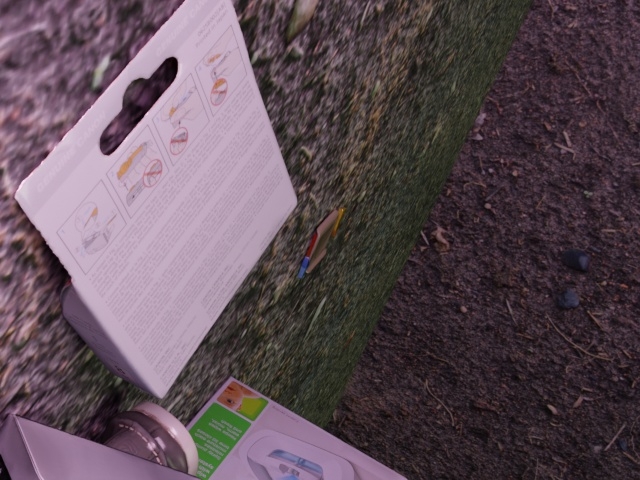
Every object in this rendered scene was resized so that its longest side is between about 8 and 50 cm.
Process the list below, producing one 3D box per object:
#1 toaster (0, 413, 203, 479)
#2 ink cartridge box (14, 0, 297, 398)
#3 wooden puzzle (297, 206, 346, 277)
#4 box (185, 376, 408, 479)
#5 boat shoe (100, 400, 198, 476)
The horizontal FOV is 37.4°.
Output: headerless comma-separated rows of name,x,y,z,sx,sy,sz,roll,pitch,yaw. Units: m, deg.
toaster,-0.151,0.225,0.600,0.168,0.186,0.110,-60,-151,2
ink cartridge box,-0.102,-0.032,0.603,0.189,0.066,0.232,-56,148,-25
wooden puzzle,0.000,0.000,1.267,0.116,0.014,0.078,-44,157,-60
box,-0.067,0.325,1.113,0.231,0.262,0.126,-45,160,-56
boat shoe,-0.187,0.276,0.857,0.095,0.112,0.335,-34,150,-41
